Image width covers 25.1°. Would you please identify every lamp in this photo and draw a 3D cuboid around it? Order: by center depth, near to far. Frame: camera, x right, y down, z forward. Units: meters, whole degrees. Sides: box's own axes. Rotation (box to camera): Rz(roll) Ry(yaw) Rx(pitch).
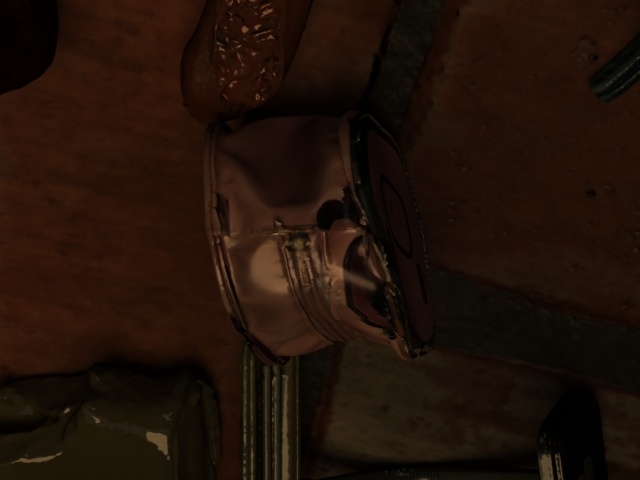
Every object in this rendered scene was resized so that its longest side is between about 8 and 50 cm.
[{"bbox_3d":[0.078,0.148,1.122,0.283,0.124,0.203,-4,101,11],"label":"lamp"}]

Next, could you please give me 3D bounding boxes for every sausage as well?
[{"bbox_3d":[-0.029,-0.207,0.908,0.079,0.087,0.326,-7,128,-33],"label":"sausage"}]

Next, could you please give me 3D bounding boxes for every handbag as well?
[{"bbox_3d":[0.001,-0.001,0.975,0.116,0.179,0.205,-12,163,10],"label":"handbag"}]

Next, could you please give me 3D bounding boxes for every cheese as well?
[{"bbox_3d":[-0.185,0.177,1.158,0.202,0.091,0.175,4,121,2],"label":"cheese"}]

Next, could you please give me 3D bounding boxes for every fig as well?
[{"bbox_3d":[-0.273,-0.169,0.935,0.201,0.134,0.146,7,113,11],"label":"fig"}]

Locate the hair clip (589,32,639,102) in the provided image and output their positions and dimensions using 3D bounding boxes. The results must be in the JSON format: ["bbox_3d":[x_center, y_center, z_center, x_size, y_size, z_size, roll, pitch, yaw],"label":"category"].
[{"bbox_3d":[0.252,-0.195,0.912,0.083,0.048,0.275,16,123,-10],"label":"hair clip"}]
